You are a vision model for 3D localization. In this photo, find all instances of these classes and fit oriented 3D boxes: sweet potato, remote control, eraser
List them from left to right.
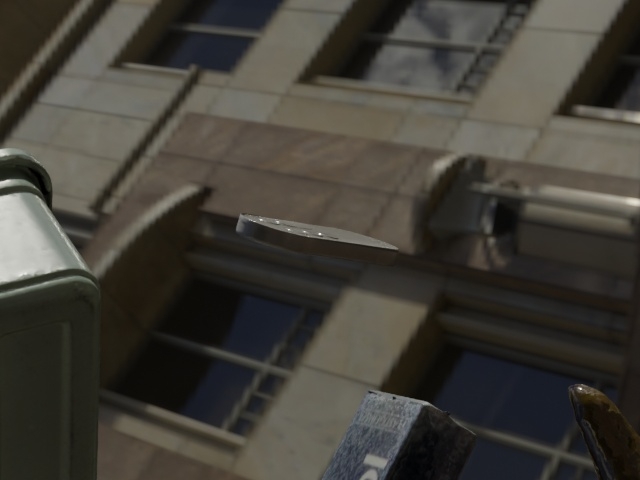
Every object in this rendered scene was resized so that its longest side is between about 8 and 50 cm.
[{"bbox_3d":[0.000,0.000,1.654,0.245,0.077,0.022,8,-78,-58],"label":"remote control"},{"bbox_3d":[0.015,0.196,1.000,0.046,0.092,0.212,31,-100,-18],"label":"eraser"},{"bbox_3d":[0.195,0.177,0.818,0.059,0.069,0.249,-25,-98,-22],"label":"sweet potato"}]

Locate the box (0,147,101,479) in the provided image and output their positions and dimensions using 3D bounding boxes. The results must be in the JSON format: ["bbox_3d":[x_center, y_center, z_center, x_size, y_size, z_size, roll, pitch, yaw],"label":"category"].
[{"bbox_3d":[-0.271,0.105,1.365,0.175,0.182,0.311,-14,-53,-29],"label":"box"}]
